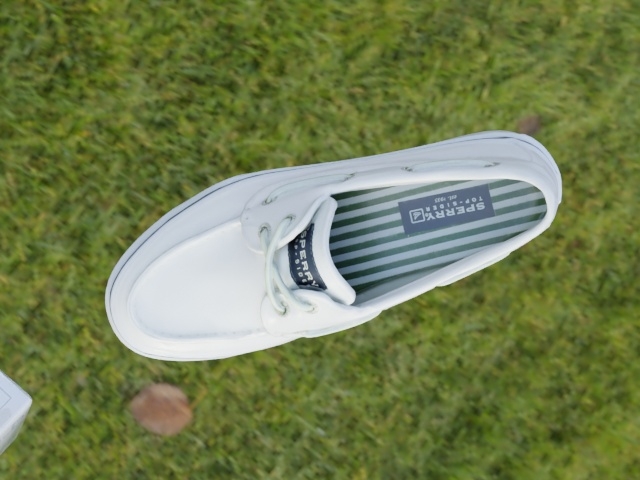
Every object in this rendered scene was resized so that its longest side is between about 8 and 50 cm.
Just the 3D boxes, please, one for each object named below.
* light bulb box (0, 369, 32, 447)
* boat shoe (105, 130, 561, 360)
[{"bbox_3d":[-0.503,0.167,1.151,0.358,0.225,0.361,42,67,0],"label":"light bulb box"},{"bbox_3d":[0.000,0.000,0.624,0.226,0.076,0.083,-22,97,8],"label":"boat shoe"}]
